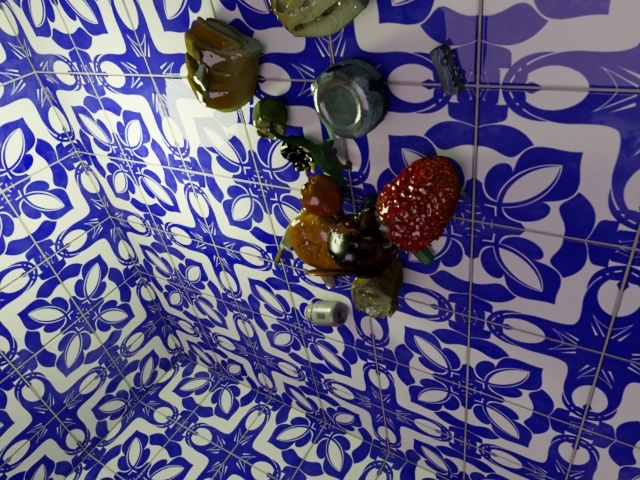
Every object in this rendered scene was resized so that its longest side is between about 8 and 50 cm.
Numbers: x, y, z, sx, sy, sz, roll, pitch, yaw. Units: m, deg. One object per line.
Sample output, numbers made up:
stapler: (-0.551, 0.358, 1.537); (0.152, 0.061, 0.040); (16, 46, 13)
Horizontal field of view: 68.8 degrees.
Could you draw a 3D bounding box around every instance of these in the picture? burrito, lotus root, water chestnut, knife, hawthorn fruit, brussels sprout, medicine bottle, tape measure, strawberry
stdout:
burrito: (-0.003, 0.121, 2.293); (0.082, 0.059, 0.275); (-5, 122, 53)
lotus root: (-0.017, -0.762, 1.446); (0.267, 0.149, 0.260); (35, 148, -20)
water chestnut: (0.160, 0.012, 1.849); (0.289, 0.244, 0.289); (40, 172, 6)
knife: (-0.173, 0.022, 2.363); (0.061, 0.027, 0.343); (37, 137, 11)
hawthorn fruit: (0.007, -0.184, 1.926); (0.189, 0.189, 0.189); (22, 136, 22)
brussels sprout: (-0.196, -0.484, 1.842); (0.131, 0.146, 0.183); (-6, 168, 14)
medicine bottle: (0.340, -0.026, 1.869); (0.309, 0.076, 0.111); (46, 156, -7)
tape measure: (0.099, -0.483, 1.600); (0.275, 0.147, 0.256); (-1, 123, 44)
medicine bottle: (0.023, 0.381, 2.444); (0.215, 0.135, 0.135); (-5, 122, 42)
strawberry: (0.367, -0.122, 1.643); (0.343, 0.292, 0.292); (-35, 101, 35)

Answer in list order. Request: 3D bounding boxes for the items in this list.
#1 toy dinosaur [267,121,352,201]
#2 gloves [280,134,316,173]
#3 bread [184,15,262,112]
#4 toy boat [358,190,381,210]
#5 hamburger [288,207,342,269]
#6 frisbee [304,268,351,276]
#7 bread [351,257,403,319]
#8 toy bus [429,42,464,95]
toy dinosaur: (-0.006, -0.286, 1.738); (0.087, 0.301, 0.447); (-7, 119, 40)
gloves: (-0.066, -0.338, 1.876); (0.203, 0.124, 0.164); (32, 152, 14)
bread: (-0.401, -0.648, 1.806); (0.300, 0.210, 0.341); (37, 141, 9)
toy boat: (0.200, -0.156, 1.876); (0.061, 0.060, 0.137); (29, 149, -15)
hamburger: (0.000, 0.000, 2.091); (0.289, 0.170, 0.314); (1, 126, 38)
frisbee: (0.053, 0.145, 2.149); (0.250, 0.250, 0.021); (1, 94, 38)
bread: (0.249, 0.184, 2.007); (0.238, 0.252, 0.196); (34, 136, 2)
toy bus: (0.384, -0.515, 1.415); (0.061, 0.051, 0.153); (3, 128, 53)
